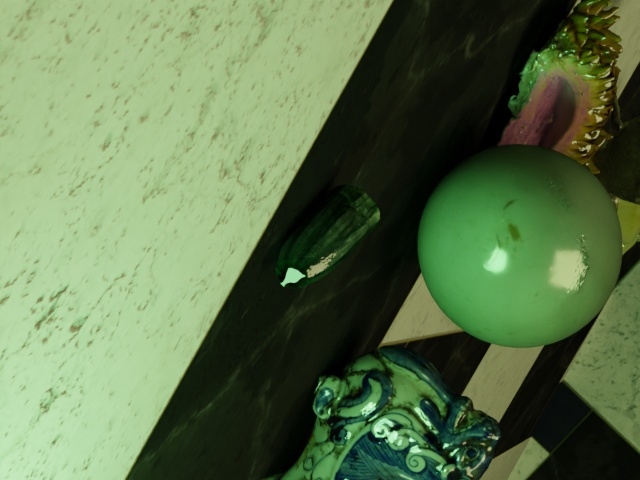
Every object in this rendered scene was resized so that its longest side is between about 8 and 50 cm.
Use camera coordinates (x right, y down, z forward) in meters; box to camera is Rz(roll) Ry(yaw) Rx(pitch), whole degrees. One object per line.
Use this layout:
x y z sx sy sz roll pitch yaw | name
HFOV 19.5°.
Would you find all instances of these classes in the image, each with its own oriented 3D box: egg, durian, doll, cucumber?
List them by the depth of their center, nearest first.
0.000 0.000 1.479 0.105 0.048 0.048 -45 161 -40 | cucumber
0.199 0.006 1.858 0.203 0.203 0.282 -59 169 -1 | egg
0.265 -0.134 1.986 0.191 0.112 0.341 -46 161 -41 | durian
0.311 -0.056 2.132 0.286 0.091 0.203 -49 -157 35 | doll

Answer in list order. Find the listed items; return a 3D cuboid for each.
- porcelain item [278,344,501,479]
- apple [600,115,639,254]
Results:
0.053 0.249 1.909 0.288 0.186 0.138 -61 168 15 | porcelain item
0.393 -0.064 2.593 0.193 0.120 0.265 -34 152 -31 | apple
